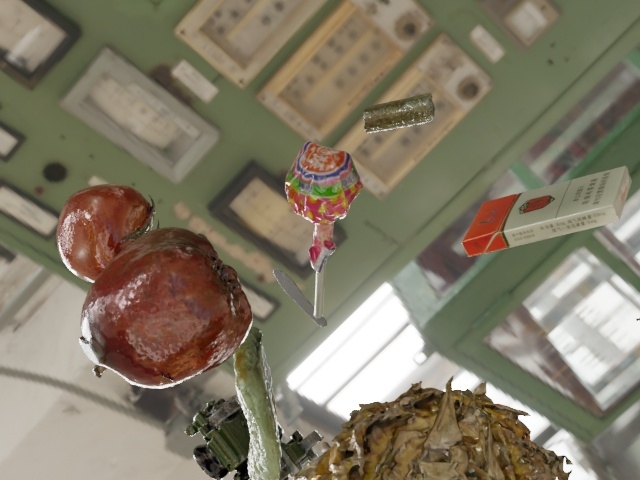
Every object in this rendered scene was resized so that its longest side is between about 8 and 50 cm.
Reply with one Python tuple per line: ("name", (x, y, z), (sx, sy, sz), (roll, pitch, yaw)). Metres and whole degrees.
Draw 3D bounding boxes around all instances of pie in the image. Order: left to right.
("pie", (-0.094, 0.245, 1.383), (0.240, 0.054, 0.241), (172, 90, -86))

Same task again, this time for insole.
("insole", (-0.040, 0.112, 1.814), (0.153, 0.053, 0.002), (47, -122, -3))

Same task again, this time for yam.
("yam", (0.142, -0.227, 1.662), (0.054, 0.132, 0.054), (-9, -90, -66))

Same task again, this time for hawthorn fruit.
("hawthorn fruit", (-0.186, 0.092, 1.081), (0.185, 0.202, 0.185), (50, 179, 1))

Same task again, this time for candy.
("candy", (0.000, 0.000, 1.558), (0.124, 0.365, 0.124), (2, -137, -2))

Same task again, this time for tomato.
("tomato", (-0.345, -0.018, 1.483), (0.167, 0.167, 0.167), (41, -166, -13))

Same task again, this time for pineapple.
("pineapple", (0.136, 0.330, 1.015), (0.352, 0.352, 0.300), (-122, 23, -43))

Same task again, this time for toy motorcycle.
("toy motorcycle", (-0.118, 0.367, 1.673), (0.205, 0.127, 0.275), (50, -162, 11))

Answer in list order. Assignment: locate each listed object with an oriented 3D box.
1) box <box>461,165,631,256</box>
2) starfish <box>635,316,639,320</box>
("box", (0.349, -0.045, 1.438), (0.035, 0.245, 0.139), (63, -144, -19))
("starfish", (0.575, 0.203, 1.295), (0.301, 0.084, 0.293), (50, -146, 17))
